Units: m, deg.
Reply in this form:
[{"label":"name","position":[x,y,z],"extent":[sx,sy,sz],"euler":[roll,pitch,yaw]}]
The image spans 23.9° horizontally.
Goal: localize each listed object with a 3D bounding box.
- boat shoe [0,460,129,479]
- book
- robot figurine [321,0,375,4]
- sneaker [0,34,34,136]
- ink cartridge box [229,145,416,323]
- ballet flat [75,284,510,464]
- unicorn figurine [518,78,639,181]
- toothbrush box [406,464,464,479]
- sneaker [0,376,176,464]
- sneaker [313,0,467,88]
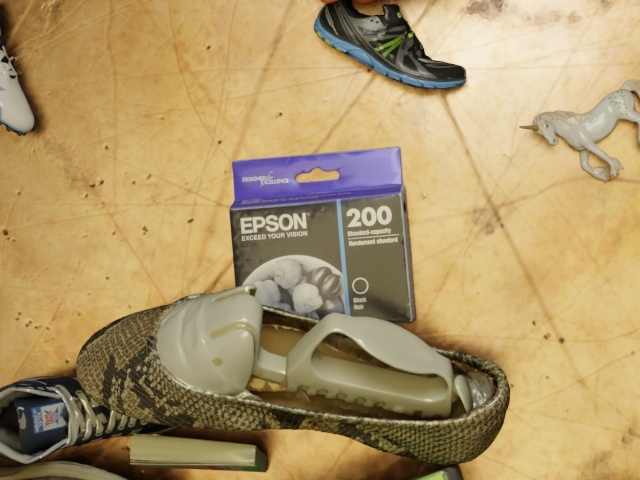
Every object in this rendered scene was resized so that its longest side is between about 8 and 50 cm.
[{"label":"boat shoe","position":[-0.352,0.335,1.743],"extent":[0.355,0.132,0.130],"euler":[2,52,14]},{"label":"book","position":[-0.139,0.250,1.753],"extent":[0.144,0.096,0.035],"euler":[1,75,7]},{"label":"robot figurine","position":[0.083,-0.344,1.691],"extent":[0.219,0.158,0.128],"euler":[-26,98,-9]},{"label":"sneaker","position":[-0.402,-0.231,1.780],"extent":[0.086,0.085,0.237],"euler":[-33,89,11]},{"label":"ink cartridge box","position":[0.000,0.000,1.760],"extent":[0.206,0.045,0.208],"euler":[-5,89,7]},{"label":"ballet flat","position":[-0.022,0.131,1.657],"extent":[0.483,0.182,0.164],"euler":[11,56,-5]},{"label":"unicorn figurine","position":[0.314,-0.125,1.720],"extent":[0.162,0.060,0.111],"euler":[-36,86,-10]},{"label":"toothbrush box","position":[0.034,0.351,1.674],"extent":[0.283,0.206,0.122],"euler":[-19,81,6]},{"label":"sneaker","position":[-0.257,0.191,1.736],"extent":[0.282,0.153,0.099],"euler":[-10,90,6]},{"label":"sneaker","position":[0.084,-0.228,1.734],"extent":[0.188,0.067,0.078],"euler":[28,100,8]}]
